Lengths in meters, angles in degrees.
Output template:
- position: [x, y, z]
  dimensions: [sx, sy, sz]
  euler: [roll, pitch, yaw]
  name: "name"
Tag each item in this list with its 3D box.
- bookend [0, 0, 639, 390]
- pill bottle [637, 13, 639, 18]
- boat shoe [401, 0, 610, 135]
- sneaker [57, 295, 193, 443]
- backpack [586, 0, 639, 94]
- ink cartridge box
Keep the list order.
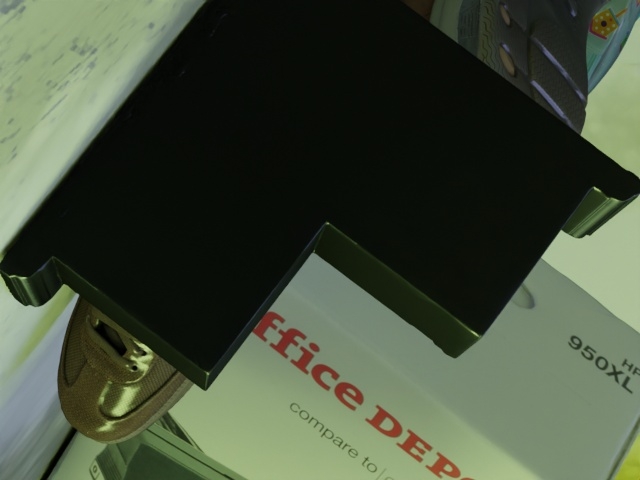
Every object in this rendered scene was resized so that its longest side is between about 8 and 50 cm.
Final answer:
- position: [0.000, 0.000, 0.615]
  dimensions: [0.156, 0.157, 0.072]
  euler: [-53, 177, -11]
  name: "bookend"
- position: [0.215, -0.236, 1.490]
  dimensions: [0.146, 0.146, 0.264]
  euler: [-52, 177, -23]
  name: "pill bottle"
- position: [0.077, -0.140, 0.888]
  dimensions: [0.116, 0.123, 0.324]
  euler: [-15, -150, 31]
  name: "boat shoe"
- position: [-0.068, 0.005, 0.725]
  dimensions: [0.188, 0.066, 0.071]
  euler: [-59, 159, 16]
  name: "sneaker"
- position: [0.136, -0.157, 1.187]
  dimensions: [0.188, 0.144, 0.166]
  euler: [-51, -175, 41]
  name: "backpack"
- position: [-0.004, 0.150, 1.179]
  dimensions: [0.166, 0.285, 0.395]
  euler: [-50, 175, -49]
  name: "ink cartridge box"
